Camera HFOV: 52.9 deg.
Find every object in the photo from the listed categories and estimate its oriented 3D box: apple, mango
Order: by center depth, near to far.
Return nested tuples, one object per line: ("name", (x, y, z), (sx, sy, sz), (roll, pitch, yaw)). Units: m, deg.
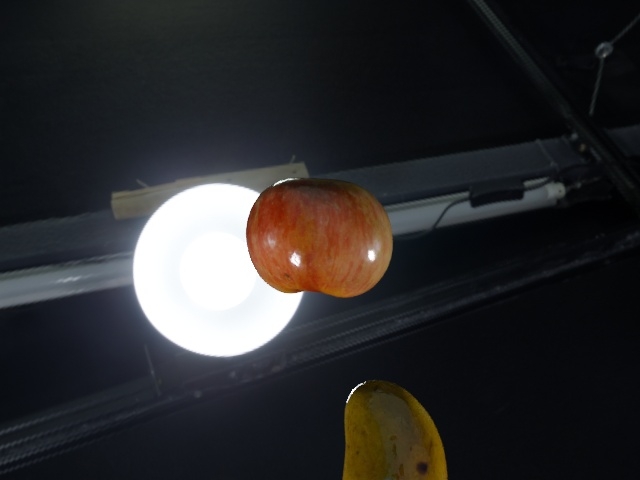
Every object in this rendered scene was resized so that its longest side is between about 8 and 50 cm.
("mango", (0.080, 0.242, 0.702), (0.115, 0.090, 0.178), (-9, -117, 24))
("apple", (0.000, 0.000, 0.922), (0.209, 0.209, 0.164), (1, -99, -1))
